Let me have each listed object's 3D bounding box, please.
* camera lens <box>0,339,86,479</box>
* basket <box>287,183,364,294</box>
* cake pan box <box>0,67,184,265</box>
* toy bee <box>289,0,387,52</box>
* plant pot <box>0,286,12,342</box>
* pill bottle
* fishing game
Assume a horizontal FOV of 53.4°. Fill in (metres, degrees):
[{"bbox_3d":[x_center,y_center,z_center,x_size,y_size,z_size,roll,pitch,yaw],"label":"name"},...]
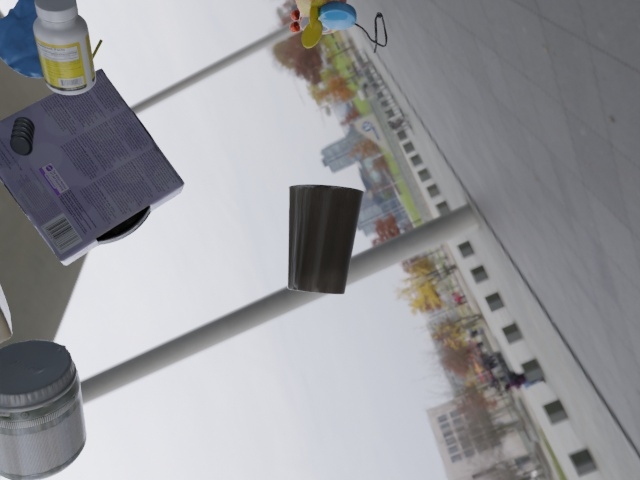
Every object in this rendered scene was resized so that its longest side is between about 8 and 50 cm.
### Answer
[{"bbox_3d":[-0.671,0.400,1.482,0.219,0.219,0.274,-99,12,-62],"label":"camera lens"},{"bbox_3d":[0.000,0.000,1.400,0.204,0.154,0.227,4,88,60],"label":"basket"},{"bbox_3d":[-0.403,-0.124,1.088,0.267,0.246,0.070,53,164,-1],"label":"cake pan box"},{"bbox_3d":[-0.002,-0.433,1.195,0.298,0.162,0.195,56,-140,-49],"label":"toy bee"},{"bbox_3d":[-0.510,0.107,0.926,0.109,0.109,0.096,42,157,53],"label":"plant pot"},{"bbox_3d":[-0.324,-0.248,0.803,0.116,0.065,0.065,103,156,-48],"label":"pill bottle"},{"bbox_3d":[-0.629,-0.454,1.420,0.264,0.189,0.041,22,175,-6],"label":"fishing game"}]
